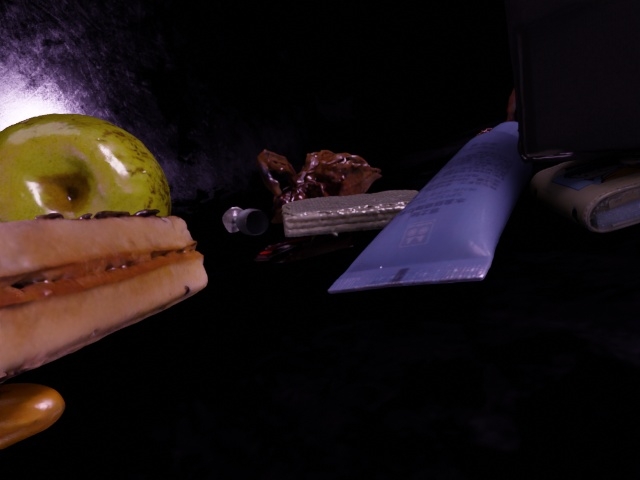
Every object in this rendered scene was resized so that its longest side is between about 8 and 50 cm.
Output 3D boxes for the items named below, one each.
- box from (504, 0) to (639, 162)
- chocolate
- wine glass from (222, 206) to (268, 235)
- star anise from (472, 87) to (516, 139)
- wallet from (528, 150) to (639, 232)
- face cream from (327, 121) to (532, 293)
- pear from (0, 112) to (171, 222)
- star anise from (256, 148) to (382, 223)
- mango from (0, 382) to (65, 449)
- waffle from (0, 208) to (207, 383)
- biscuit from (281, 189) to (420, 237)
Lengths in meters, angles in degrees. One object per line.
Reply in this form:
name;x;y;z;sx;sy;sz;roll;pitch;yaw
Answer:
box;0.365;-0.223;0.392;0.344;0.252;0.204;-14;10;-30
chocolate;0.000;0.000;0.582;0.182;0.028;0.086;-14;12;21
wine glass;-0.167;-0.044;0.938;0.066;0.066;0.198;-23;13;-22
star anise;0.430;-0.289;0.982;0.140;0.144;0.158;-30;16;-15
wallet;0.275;-0.054;0.397;0.110;0.040;0.155;-17;13;13
face cream;0.161;-0.049;0.451;0.135;0.087;0.385;-11;19;41
pear;-0.506;-0.071;0.876;0.390;0.392;0.391;-17;12;4
star anise;-0.018;-0.108;0.809;0.237;0.148;0.346;-15;3;25
mango;-0.233;0.130;0.308;0.089;0.046;0.060;-8;6;0
waffle;-0.301;0.063;0.383;0.260;0.114;0.376;-17;2;10
biscuit;0.048;-0.038;0.559;0.199;0.041;0.121;-6;15;-4
